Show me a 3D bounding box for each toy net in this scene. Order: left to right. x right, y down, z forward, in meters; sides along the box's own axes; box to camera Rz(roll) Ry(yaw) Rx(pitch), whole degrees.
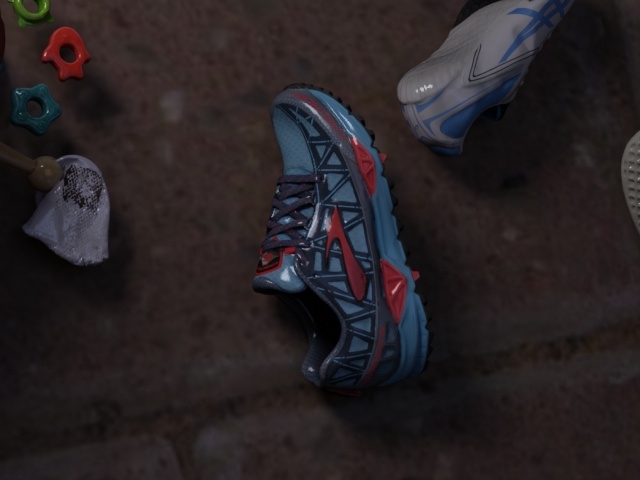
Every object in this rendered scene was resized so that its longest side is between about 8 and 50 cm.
[{"bbox_3d":[-0.221,-0.088,1.511,0.122,0.045,0.232,-29,92,-29],"label":"toy net"}]

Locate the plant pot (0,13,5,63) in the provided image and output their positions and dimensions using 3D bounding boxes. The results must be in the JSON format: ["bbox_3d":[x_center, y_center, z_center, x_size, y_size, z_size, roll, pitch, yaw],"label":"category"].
[{"bbox_3d":[-0.372,-0.127,1.342,0.275,0.275,0.243,49,55,-7],"label":"plant pot"}]

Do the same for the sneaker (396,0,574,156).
[{"bbox_3d":[0.154,-0.163,1.686,0.237,0.085,0.086,-45,124,-30],"label":"sneaker"}]

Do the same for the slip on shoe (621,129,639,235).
[{"bbox_3d":[0.399,0.014,1.740,0.331,0.123,0.101,43,41,-9],"label":"slip on shoe"}]

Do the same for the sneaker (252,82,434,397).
[{"bbox_3d":[0.000,0.000,1.557,0.125,0.104,0.262,-18,85,-25],"label":"sneaker"}]
